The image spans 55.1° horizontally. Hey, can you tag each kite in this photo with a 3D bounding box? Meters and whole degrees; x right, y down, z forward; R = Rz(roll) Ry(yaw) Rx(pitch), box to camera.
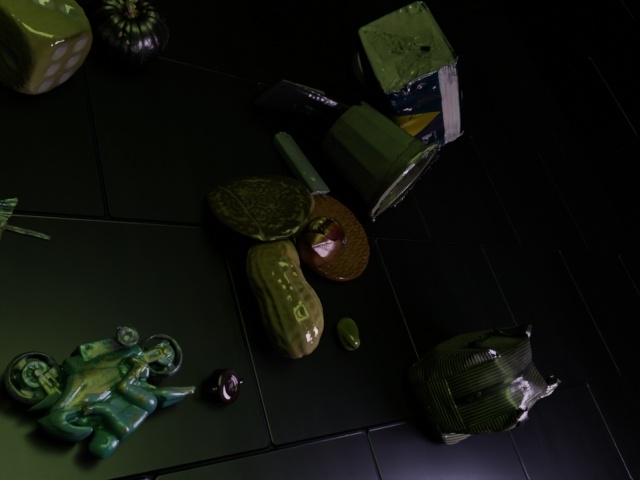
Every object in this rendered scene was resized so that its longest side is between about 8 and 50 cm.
[{"bbox_3d":[-0.562,-0.022,1.094,0.152,0.005,0.137,26,49,-25],"label":"kite"}]

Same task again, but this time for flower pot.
[{"bbox_3d":[0.158,-0.240,1.710,0.259,0.290,0.290,46,40,11],"label":"flower pot"}]

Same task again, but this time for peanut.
[{"bbox_3d":[-0.084,0.107,1.329,0.147,0.147,0.306,-5,63,-43],"label":"peanut"}]

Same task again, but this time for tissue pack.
[{"bbox_3d":[-0.028,-0.438,1.860,0.108,0.023,0.056,4,58,-40],"label":"tissue pack"},{"bbox_3d":[0.278,-0.462,1.842,0.416,0.253,0.264,59,8,-66],"label":"tissue pack"}]

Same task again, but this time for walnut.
[{"bbox_3d":[0.000,0.000,1.411,0.116,0.115,0.207,52,15,3],"label":"walnut"}]

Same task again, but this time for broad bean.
[{"bbox_3d":[0.065,0.218,1.442,0.063,0.045,0.083,19,42,-32],"label":"broad bean"}]

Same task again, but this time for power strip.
[{"bbox_3d":[-0.047,-0.193,1.629,0.060,0.027,0.253,-6,54,-45],"label":"power strip"}]

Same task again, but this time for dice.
[{"bbox_3d":[-0.585,-0.416,1.242,0.169,0.169,0.166,44,42,-6],"label":"dice"}]

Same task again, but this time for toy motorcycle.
[{"bbox_3d":[-0.346,0.247,1.011,0.296,0.109,0.199,-10,70,-43],"label":"toy motorcycle"}]

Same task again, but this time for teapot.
[{"bbox_3d":[-0.186,0.278,1.176,0.100,0.045,0.068,1,83,-61],"label":"teapot"}]

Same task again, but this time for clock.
[{"bbox_3d":[0.172,-0.585,2.115,0.172,0.064,0.198,55,41,5],"label":"clock"}]

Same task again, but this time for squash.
[{"bbox_3d":[-0.454,-0.506,1.441,0.193,0.156,0.193,8,47,-8],"label":"squash"}]

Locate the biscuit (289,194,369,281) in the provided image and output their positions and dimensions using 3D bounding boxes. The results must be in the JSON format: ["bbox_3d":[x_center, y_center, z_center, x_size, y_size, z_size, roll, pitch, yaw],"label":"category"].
[{"bbox_3d":[0.018,-0.009,1.573,0.261,0.037,0.262,23,47,-27],"label":"biscuit"}]

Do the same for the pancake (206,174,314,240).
[{"bbox_3d":[-0.132,-0.084,1.403,0.249,0.031,0.250,4,37,-3],"label":"pancake"}]

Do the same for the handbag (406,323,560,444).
[{"bbox_3d":[0.409,0.341,1.508,0.340,0.240,0.247,-14,75,-47],"label":"handbag"}]

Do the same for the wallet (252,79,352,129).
[{"bbox_3d":[-0.051,-0.372,1.694,0.245,0.168,0.052,13,75,-34],"label":"wallet"}]
